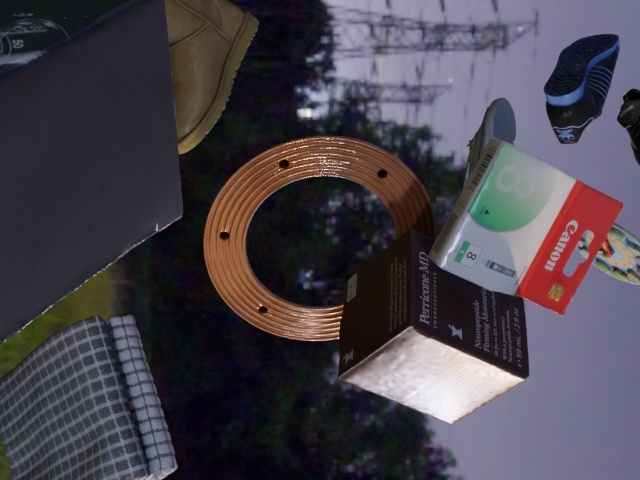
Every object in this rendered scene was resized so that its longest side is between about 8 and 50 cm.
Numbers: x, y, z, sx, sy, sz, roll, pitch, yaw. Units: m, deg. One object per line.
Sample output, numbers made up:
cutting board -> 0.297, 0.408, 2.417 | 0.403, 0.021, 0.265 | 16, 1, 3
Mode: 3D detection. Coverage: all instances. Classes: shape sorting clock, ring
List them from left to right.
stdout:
ring -> 0.000, 0.000, 1.402 | 0.032, 0.337, 0.336 | -98, -171, -61
shape sorting clock -> 0.577, 0.020, 1.927 | 0.040, 0.206, 0.206 | -46, 167, -14

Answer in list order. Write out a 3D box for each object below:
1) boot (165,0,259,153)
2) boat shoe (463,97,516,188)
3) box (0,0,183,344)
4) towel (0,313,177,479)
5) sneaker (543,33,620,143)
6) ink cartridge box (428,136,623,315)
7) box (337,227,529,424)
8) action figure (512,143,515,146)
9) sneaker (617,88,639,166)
boot -> -0.226, -0.267, 1.184 | 0.089, 0.269, 0.236 | -18, -134, 48
boat shoe -> 0.309, -0.178, 1.824 | 0.083, 0.076, 0.226 | 46, 46, -30
box -> -0.315, -0.071, 0.581 | 0.312, 0.343, 0.179 | -41, 148, -38
towel -> -0.343, 0.259, 1.338 | 0.284, 0.121, 0.235 | -34, -109, 34
sneaker -> 0.398, -0.234, 1.470 | 0.232, 0.081, 0.090 | -47, 131, -40
ink cartridge box -> 0.279, -0.009, 1.266 | 0.181, 0.225, 0.056 | -63, -164, 10
box -> 0.155, 0.123, 1.339 | 0.167, 0.203, 0.168 | -42, -147, 42
action figure -> 0.397, -0.194, 2.023 | 0.030, 0.115, 0.038 | -54, -147, -8
sneaker -> 0.640, -0.226, 1.938 | 0.078, 0.106, 0.234 | -40, -158, 37
